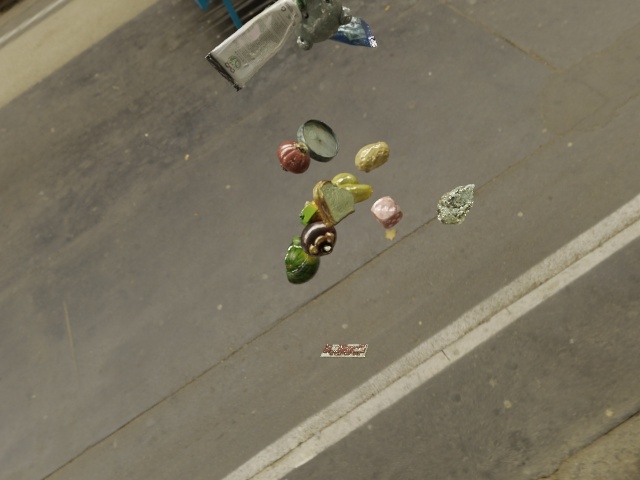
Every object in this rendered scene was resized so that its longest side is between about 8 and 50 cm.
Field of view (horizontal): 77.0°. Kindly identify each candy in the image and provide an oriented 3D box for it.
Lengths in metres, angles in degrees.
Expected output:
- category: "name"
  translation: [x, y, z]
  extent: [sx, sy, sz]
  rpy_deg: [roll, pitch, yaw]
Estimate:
- category: "candy"
  translation: [0.086, -0.935, 1.768]
  extent: [0.331, 0.077, 0.187]
  rpy_deg: [2, 59, -18]

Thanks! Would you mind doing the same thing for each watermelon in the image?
- category: "watermelon"
  translation: [-0.064, 0.085, 1.666]
  extent: [0.127, 0.232, 0.204]
  rpy_deg: [5, 88, 15]

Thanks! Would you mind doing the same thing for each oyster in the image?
- category: "oyster"
  translation: [0.509, -0.138, 1.519]
  extent: [0.125, 0.064, 0.177]
  rpy_deg: [16, 76, 17]

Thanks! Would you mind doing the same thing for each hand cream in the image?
- category: "hand cream"
  translation: [-0.167, -0.580, 1.149]
  extent: [0.336, 0.121, 0.076]
  rpy_deg: [-48, 23, -11]

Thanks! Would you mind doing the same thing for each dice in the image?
- category: "dice"
  translation: [0.257, -0.108, 1.559]
  extent: [0.091, 0.094, 0.093]
  rpy_deg: [-37, 63, 2]

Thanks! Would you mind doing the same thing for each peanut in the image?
- category: "peanut"
  translation: [0.222, -0.361, 1.729]
  extent: [0.159, 0.109, 0.140]
  rpy_deg: [-31, 17, 7]

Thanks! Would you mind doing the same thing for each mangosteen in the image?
- category: "mangosteen"
  translation: [0.000, 0.000, 1.323]
  extent: [0.140, 0.140, 0.140]
  rpy_deg: [-9, 59, 16]

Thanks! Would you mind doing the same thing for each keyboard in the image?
- category: "keyboard"
  translation: [0.079, 0.374, 1.361]
  extent: [0.166, 0.017, 0.055]
  rpy_deg: [-10, 35, 31]

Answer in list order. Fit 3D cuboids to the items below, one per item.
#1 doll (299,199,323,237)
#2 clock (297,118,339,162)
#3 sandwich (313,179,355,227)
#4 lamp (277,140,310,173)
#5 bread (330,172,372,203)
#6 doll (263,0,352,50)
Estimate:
- category: "doll"
  translation: [-0.025, -0.076, 1.424]
  extent: [0.106, 0.186, 0.134]
  rpy_deg: [40, 77, 17]
- category: "clock"
  translation: [-0.006, -0.469, 1.884]
  extent: [0.042, 0.215, 0.214]
  rpy_deg: [-34, 44, 49]
- category: "sandwich"
  translation: [0.030, -0.094, 0.911]
  extent: [0.093, 0.104, 0.036]
  rpy_deg: [-42, 24, -31]
- category: "lamp"
  translation: [-0.074, -0.233, 1.129]
  extent: [0.090, 0.101, 0.101]
  rpy_deg: [-43, 51, 30]
- category: "bread"
  translation: [0.117, -0.220, 1.626]
  extent: [0.188, 0.065, 0.149]
  rpy_deg: [3, 58, 15]
- category: "doll"
  translation: [-0.077, -0.774, 1.267]
  extent: [0.246, 0.340, 0.158]
  rpy_deg: [-41, 16, 7]
